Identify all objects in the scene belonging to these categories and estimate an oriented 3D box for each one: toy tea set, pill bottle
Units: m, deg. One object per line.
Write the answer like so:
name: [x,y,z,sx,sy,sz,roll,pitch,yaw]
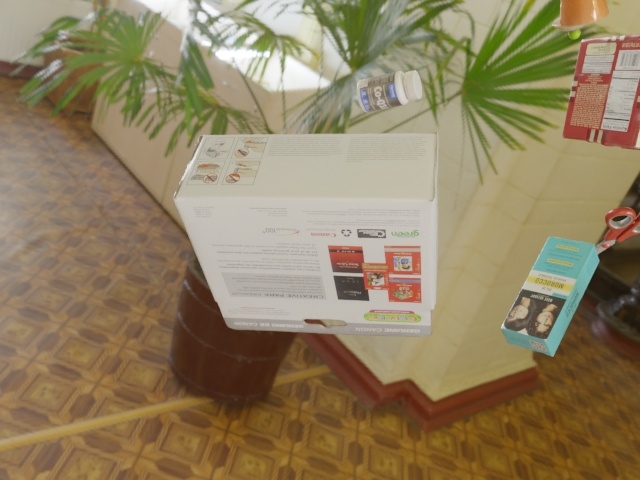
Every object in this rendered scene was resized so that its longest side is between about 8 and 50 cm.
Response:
toy tea set: [0.551,-0.402,1.061,0.336,0.124,0.200,-10,30,17]
pill bottle: [0.160,-0.346,1.498,0.137,0.078,0.078,-7,12,26]

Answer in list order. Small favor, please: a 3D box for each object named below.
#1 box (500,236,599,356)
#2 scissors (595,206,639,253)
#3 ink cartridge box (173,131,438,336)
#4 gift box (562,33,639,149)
box: [0.468,0.108,1.322,0.101,0.244,0.060,13,-30,43]
scissors: [0.623,0.002,1.373,0.109,0.297,0.021,-1,63,3]
ink cartridge box: [0.000,0.000,0.871,0.310,0.271,0.130,2,47,11]
gift box: [0.707,-0.316,1.355,0.258,0.276,0.255,4,16,-21]
